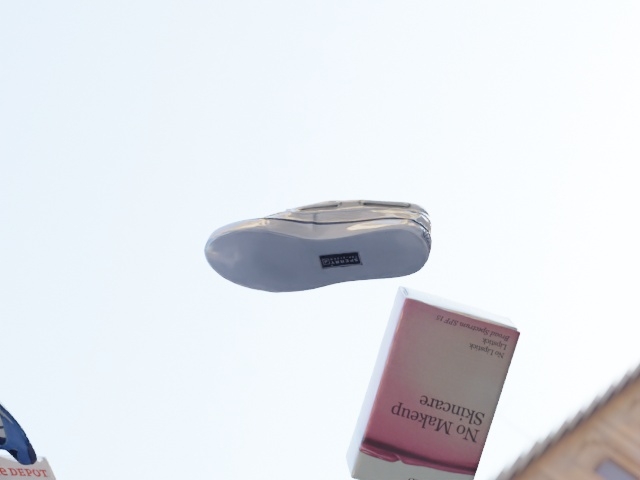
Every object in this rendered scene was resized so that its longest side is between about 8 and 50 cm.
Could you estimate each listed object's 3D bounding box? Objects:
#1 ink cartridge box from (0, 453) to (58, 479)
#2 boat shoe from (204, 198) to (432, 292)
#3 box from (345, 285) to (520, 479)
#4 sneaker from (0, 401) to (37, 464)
[{"bbox_3d":[-0.373,0.400,2.233,0.117,0.283,0.207,-39,-24,19],"label":"ink cartridge box"},{"bbox_3d":[0.000,0.000,2.095,0.084,0.258,0.095,-76,-16,-54],"label":"boat shoe"},{"bbox_3d":[0.135,0.189,2.247,0.127,0.149,0.232,-107,33,-84],"label":"box"},{"bbox_3d":[-0.346,0.187,1.889,0.059,0.053,0.144,-45,-60,-9],"label":"sneaker"}]
